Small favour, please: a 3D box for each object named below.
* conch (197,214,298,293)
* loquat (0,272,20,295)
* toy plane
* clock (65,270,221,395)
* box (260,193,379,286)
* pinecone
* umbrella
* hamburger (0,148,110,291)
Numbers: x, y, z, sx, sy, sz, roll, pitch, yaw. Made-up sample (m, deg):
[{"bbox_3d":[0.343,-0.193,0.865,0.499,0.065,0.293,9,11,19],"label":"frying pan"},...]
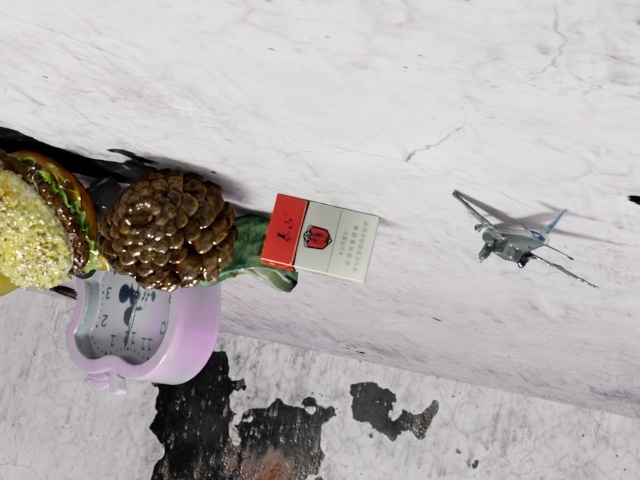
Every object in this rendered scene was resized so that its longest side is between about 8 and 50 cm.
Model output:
[{"bbox_3d":[-0.132,0.019,1.959,0.188,0.121,0.176,2,-168,-12],"label":"conch"},{"bbox_3d":[-0.579,-0.013,2.125,0.244,0.243,0.244,14,169,3],"label":"loquat"},{"bbox_3d":[0.247,0.000,1.587,0.226,0.058,0.226,33,165,-11],"label":"toy plane"},{"bbox_3d":[-0.313,0.119,2.225,0.102,0.338,0.339,17,170,-43],"label":"clock"},{"bbox_3d":[0.000,0.000,1.789,0.152,0.100,0.048,13,167,3],"label":"box"},{"bbox_3d":[-0.213,-0.016,1.808,0.184,0.179,0.204,28,-177,12],"label":"pinecone"},{"bbox_3d":[-0.354,-0.023,2.072,0.154,0.128,0.337,-12,168,-30],"label":"umbrella"},{"bbox_3d":[-0.448,-0.033,1.912,0.243,0.139,0.261,17,135,34],"label":"hamburger"}]
